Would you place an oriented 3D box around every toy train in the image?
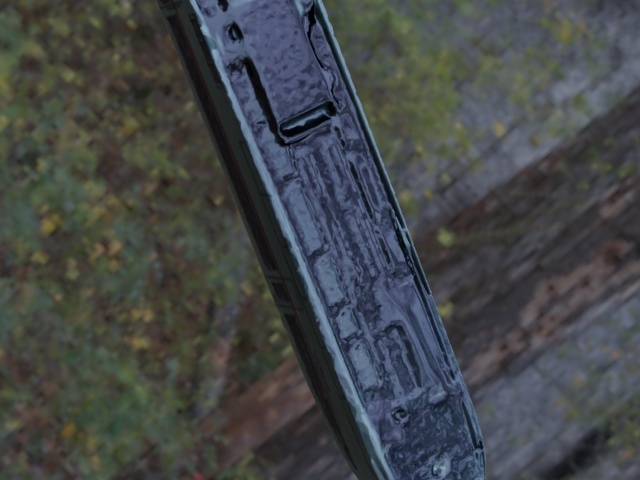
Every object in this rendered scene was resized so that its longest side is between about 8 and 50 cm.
[{"bbox_3d":[0.000,0.000,0.995,0.088,0.086,0.407,1,-65,62],"label":"toy train"}]
